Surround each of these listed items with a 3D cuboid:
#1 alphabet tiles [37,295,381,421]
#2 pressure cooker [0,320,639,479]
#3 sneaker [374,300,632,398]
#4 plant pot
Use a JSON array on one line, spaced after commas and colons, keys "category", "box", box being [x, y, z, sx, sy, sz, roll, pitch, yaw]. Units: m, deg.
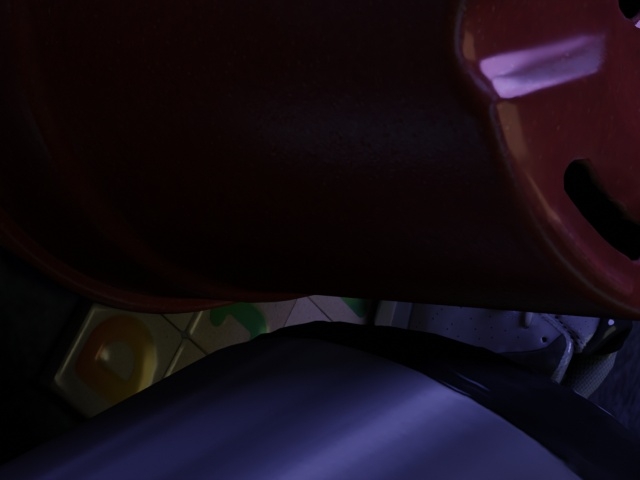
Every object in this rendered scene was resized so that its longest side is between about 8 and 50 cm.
[{"category": "alphabet tiles", "box": [0.000, 0.000, 0.755, 0.342, 0.011, 0.285, 47, 61, -44]}, {"category": "pressure cooker", "box": [-0.070, 0.260, 0.420, 0.420, 0.370, 0.375, -26, 117, -33]}, {"category": "sneaker", "box": [0.097, 0.005, 0.760, 0.086, 0.132, 0.228, -4, 99, -51]}, {"category": "plant pot", "box": [0.031, -0.088, 0.543, 0.272, 0.265, 0.272, -8, 102, -39]}]
